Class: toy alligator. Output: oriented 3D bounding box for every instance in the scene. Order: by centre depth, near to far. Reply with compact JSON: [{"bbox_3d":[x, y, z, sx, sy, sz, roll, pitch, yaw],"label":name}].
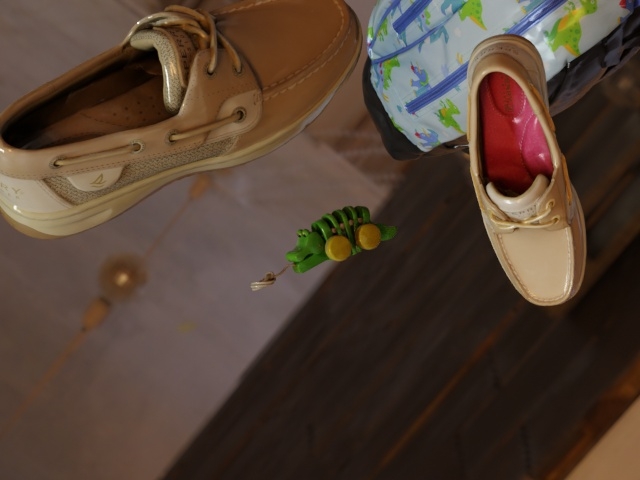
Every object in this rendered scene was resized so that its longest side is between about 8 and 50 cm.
[{"bbox_3d":[0.000,0.000,1.749,0.056,0.189,0.051,-2,106,62],"label":"toy alligator"}]

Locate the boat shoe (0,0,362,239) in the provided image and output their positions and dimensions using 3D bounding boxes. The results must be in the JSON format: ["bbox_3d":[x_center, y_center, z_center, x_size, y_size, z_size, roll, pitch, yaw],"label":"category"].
[{"bbox_3d":[-0.096,-0.110,1.127,0.109,0.302,0.098,51,158,26],"label":"boat shoe"}]

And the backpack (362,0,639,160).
[{"bbox_3d":[0.198,-0.228,1.520,0.273,0.290,0.355,61,166,-14],"label":"backpack"}]

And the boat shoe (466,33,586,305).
[{"bbox_3d":[0.116,-0.033,0.942,0.059,0.063,0.170,-57,-48,-65],"label":"boat shoe"}]
